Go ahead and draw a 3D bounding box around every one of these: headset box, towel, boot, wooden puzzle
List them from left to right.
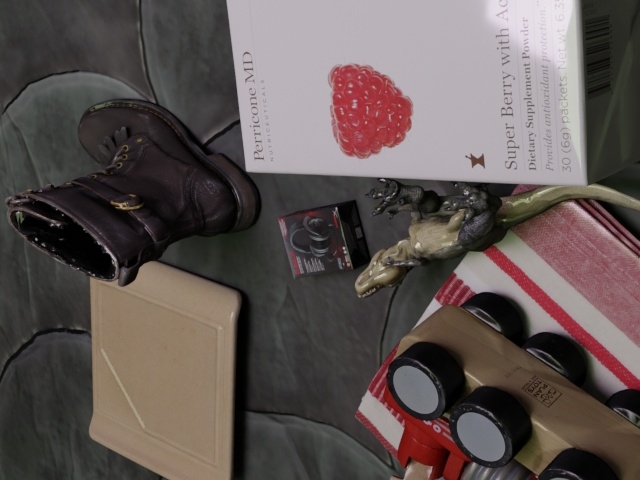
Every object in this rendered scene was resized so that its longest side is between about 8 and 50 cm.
[{"bbox_3d":[-0.209,-0.055,1.041,0.263,0.229,0.091,29,120,28],"label":"boot"},{"bbox_3d":[-0.174,0.143,1.202,0.220,0.044,0.239,17,109,34],"label":"wooden puzzle"},{"bbox_3d":[0.000,0.000,1.023,0.083,0.032,0.062,-9,98,38],"label":"headset box"},{"bbox_3d":[0.185,0.125,0.915,0.237,0.037,0.329,45,127,18],"label":"towel"}]

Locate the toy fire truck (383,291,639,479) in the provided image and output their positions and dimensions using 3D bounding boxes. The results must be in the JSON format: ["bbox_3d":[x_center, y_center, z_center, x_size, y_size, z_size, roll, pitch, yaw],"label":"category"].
[{"bbox_3d":[0.133,0.206,0.878,0.217,0.158,0.246,34,135,23],"label":"toy fire truck"}]

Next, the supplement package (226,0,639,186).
[{"bbox_3d":[0.095,-0.145,0.809,0.292,0.175,0.178,5,107,37],"label":"supplement package"}]

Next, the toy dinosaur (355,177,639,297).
[{"bbox_3d":[0.112,-0.017,0.836,0.268,0.118,0.064,-17,62,39],"label":"toy dinosaur"}]
